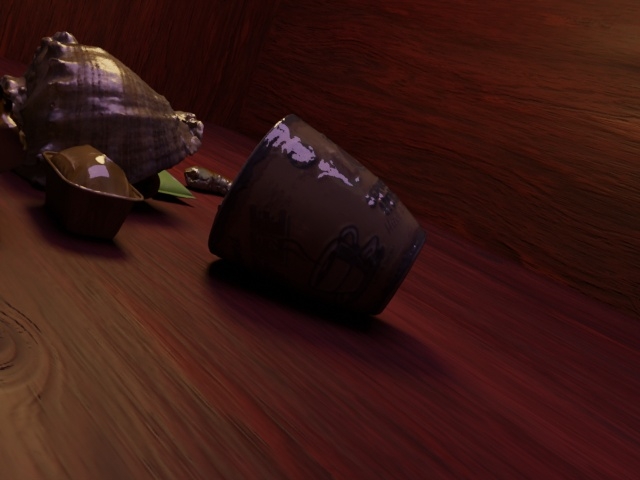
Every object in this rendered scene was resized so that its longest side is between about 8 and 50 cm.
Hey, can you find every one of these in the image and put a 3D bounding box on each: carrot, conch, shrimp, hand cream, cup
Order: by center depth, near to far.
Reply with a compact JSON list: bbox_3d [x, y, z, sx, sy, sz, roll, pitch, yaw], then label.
[{"bbox_3d":[0.000,0.000,0.976,0.257,0.227,0.301,34,-19,4],"label":"cup"},{"bbox_3d":[-0.373,-0.210,1.077,0.351,0.210,0.297,-10,43,-8],"label":"conch"},{"bbox_3d":[-0.360,-0.128,1.188,0.225,0.067,0.067,26,11,34],"label":"carrot"},{"bbox_3d":[-0.325,-0.121,1.302,0.095,0.046,0.175,11,20,-49],"label":"hand cream"},{"bbox_3d":[-0.213,-0.108,1.475,0.166,0.049,0.161,37,15,33],"label":"shrimp"}]

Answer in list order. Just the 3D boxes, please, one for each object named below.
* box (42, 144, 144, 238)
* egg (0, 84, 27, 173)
[{"bbox_3d":[-0.308,-0.072,0.888,0.111,0.111,0.177,13,12,-39],"label":"box"},{"bbox_3d":[-0.463,-0.129,0.694,0.286,0.174,0.264,32,-22,-12],"label":"egg"}]
